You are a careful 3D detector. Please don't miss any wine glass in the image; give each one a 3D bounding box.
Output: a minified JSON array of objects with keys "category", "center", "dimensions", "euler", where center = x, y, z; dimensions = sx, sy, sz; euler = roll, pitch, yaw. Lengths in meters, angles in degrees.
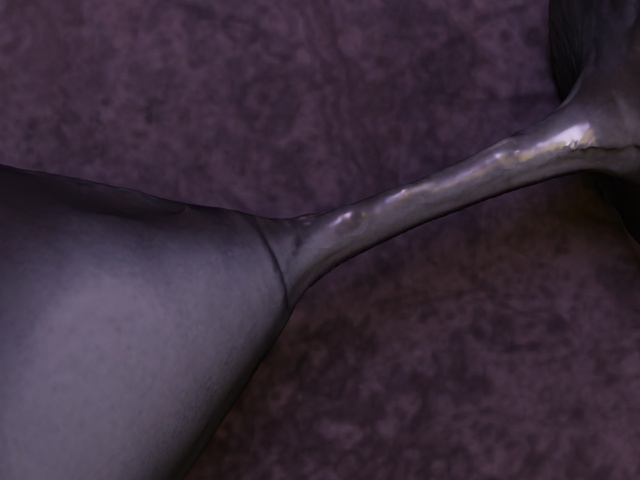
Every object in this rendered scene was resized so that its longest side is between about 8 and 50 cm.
[{"category":"wine glass","center":[0.000,0.000,0.715],"dimensions":[0.406,0.267,0.267],"euler":[-23,90,-15]}]
